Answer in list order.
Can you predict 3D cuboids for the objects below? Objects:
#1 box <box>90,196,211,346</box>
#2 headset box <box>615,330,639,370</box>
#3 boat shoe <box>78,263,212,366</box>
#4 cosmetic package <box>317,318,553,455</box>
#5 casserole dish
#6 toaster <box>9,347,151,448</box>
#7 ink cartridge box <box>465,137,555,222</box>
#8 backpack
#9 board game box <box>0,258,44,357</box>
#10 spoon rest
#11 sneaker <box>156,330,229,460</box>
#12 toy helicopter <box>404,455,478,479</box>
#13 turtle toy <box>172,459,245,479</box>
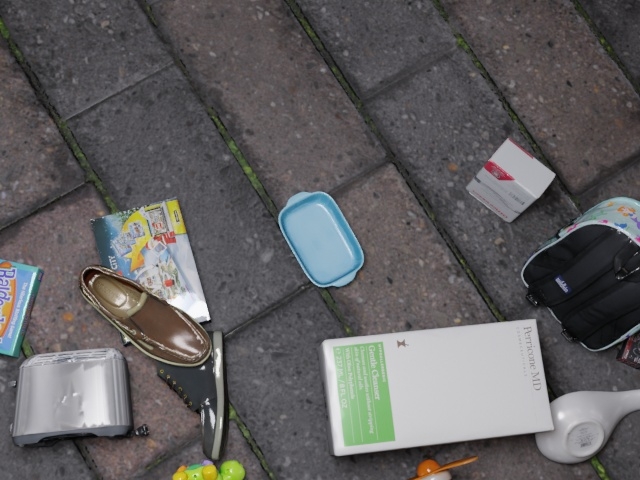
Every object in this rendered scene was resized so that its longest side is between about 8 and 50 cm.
[{"bbox_3d":[-0.301,0.055,1.545,0.159,0.044,0.233,-15,79,-7],"label":"box"},{"bbox_3d":[0.585,0.202,1.589,0.083,0.032,0.062,22,76,2],"label":"headset box"},{"bbox_3d":[-0.299,0.126,1.449,0.257,0.095,0.095,29,73,6],"label":"boat shoe"},{"bbox_3d":[0.188,0.252,1.485,0.365,0.155,0.197,-7,77,-5],"label":"cosmetic package"},{"bbox_3d":[0.000,0.000,1.586,0.114,0.037,0.188,-28,82,-10],"label":"casserole dish"},{"bbox_3d":[-0.402,0.263,1.450,0.227,0.129,0.146,-5,76,-4],"label":"toaster"},{"bbox_3d":[0.342,-0.106,1.579,0.109,0.150,0.063,39,74,4],"label":"ink cartridge box"},{"bbox_3d":[0.509,0.047,1.508,0.191,0.253,0.225,-37,81,-31],"label":"backpack"},{"bbox_3d":[-0.609,0.103,1.509,0.210,0.047,0.160,12,77,-3],"label":"board game box"},{"bbox_3d":[0.510,0.316,1.532,0.276,0.084,0.137,-11,108,-3],"label":"spoon rest"},{"bbox_3d":[-0.221,0.268,1.494,0.118,0.083,0.222,-4,68,-1],"label":"sneaker"},{"bbox_3d":[0.146,0.471,1.450,0.355,0.140,0.235,1,84,8],"label":"toy helicopter"},{"bbox_3d":[-0.190,0.408,1.462,0.130,0.066,0.095,-12,113,-7],"label":"turtle toy"}]
